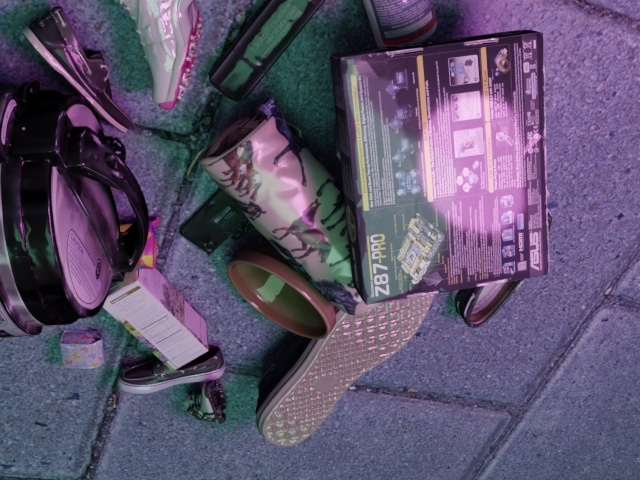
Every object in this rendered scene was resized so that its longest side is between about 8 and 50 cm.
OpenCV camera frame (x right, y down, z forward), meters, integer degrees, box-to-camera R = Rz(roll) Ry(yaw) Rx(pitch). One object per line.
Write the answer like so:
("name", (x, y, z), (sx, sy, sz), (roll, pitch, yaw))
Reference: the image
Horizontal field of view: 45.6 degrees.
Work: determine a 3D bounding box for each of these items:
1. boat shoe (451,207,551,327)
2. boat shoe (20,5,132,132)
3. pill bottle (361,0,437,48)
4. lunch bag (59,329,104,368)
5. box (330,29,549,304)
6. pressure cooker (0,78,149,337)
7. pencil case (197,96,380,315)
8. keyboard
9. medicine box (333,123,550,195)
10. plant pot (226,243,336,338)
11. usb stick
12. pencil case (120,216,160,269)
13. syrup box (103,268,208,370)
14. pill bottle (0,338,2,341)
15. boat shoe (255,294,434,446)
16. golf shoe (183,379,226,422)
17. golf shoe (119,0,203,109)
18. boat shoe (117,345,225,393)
("boat shoe", (0.396, 0.060, 1.614), (0.114, 0.091, 0.302), (16, 121, -23))
("boat shoe", (-0.370, -0.266, 1.220), (0.079, 0.084, 0.233), (-45, 132, -10))
("pill bottle", (0.112, -0.404, 1.200), (0.108, 0.108, 0.180), (-22, 128, 4))
("lunch bag", (-0.491, 0.226, 1.574), (0.083, 0.053, 0.071), (4, 123, -3))
("box", (0.195, -0.113, 1.204), (0.319, 0.097, 0.394), (-10, 108, -9))
("pressure cooker", (-0.477, -0.050, 1.150), (0.421, 0.370, 0.375), (-2, 101, -1))
("pencil case", (-0.013, -0.051, 1.324), (0.410, 0.160, 0.183), (47, 69, -17))
("keyboard", (-0.175, -0.045, 1.460), (0.108, 0.023, 0.180), (38, 112, -25))
("medicine box", (0.210, -0.140, 1.354), (0.264, 0.149, 0.289), (-33, 112, 13))
("plant pot", (-0.057, 0.079, 1.490), (0.109, 0.237, 0.237), (-55, 130, -24))
("usb stick", (-0.079, -0.344, 1.244), (0.077, 0.045, 0.278), (34, 113, -23))
("pencil case", (-0.415, 0.014, 1.407), (0.237, 0.104, 0.104), (-5, 127, -9))
("syrup box", (-0.329, 0.144, 1.521), (0.096, 0.093, 0.237), (-30, 126, 11))
("pill bottle", (-0.748, 0.206, 1.408), (0.204, 0.204, 0.361), (35, 112, -31))
("boat shoe", (0.038, 0.218, 1.624), (0.187, 0.156, 0.500), (37, 100, -27))
("golf shoe", (-0.259, 0.361, 1.679), (0.094, 0.077, 0.198), (4, 149, -1))
("golf shoe", (-0.249, -0.355, 1.172), (0.140, 0.115, 0.306), (10, 117, -6))
("boat shoe", (-0.318, 0.268, 1.627), (0.229, 0.080, 0.076), (-5, 121, -10))
